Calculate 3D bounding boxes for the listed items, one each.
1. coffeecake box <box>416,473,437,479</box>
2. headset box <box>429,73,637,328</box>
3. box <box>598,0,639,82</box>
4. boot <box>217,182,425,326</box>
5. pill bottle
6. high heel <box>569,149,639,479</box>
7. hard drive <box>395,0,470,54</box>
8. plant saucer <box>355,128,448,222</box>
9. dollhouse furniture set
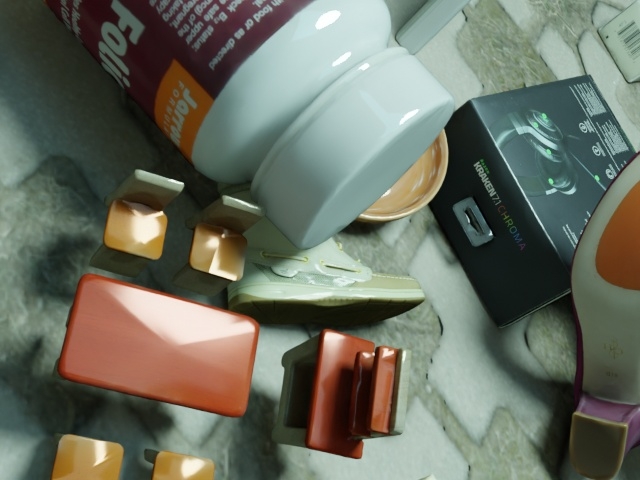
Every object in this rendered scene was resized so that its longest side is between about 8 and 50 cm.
[{"bbox_3d":[0.071,0.319,0.807,0.185,0.068,0.142,-34,86,-44],"label":"coffeecake box"},{"bbox_3d":[0.271,-0.054,1.143,0.283,0.131,0.246,-19,76,-42],"label":"headset box"},{"bbox_3d":[0.603,-0.346,1.598,0.275,0.094,0.113,-16,75,-41],"label":"box"},{"bbox_3d":[0.000,0.000,0.940,0.213,0.077,0.165,3,62,-27],"label":"boot"},{"bbox_3d":[-0.081,-0.194,0.840,0.392,0.224,0.224,47,45,10],"label":"pill bottle"},{"bbox_3d":[0.339,0.062,1.011,0.127,0.377,0.181,19,24,22],"label":"high heel"},{"bbox_3d":[0.236,-0.378,1.191,0.040,0.307,0.203,45,46,-5],"label":"hard drive"},{"bbox_3d":[0.046,-0.109,1.044,0.199,0.037,0.200,8,66,-18],"label":"plant saucer"},{"bbox_3d":[-0.074,0.097,0.740,0.259,0.135,0.262,17,68,-25],"label":"dollhouse furniture set"}]
